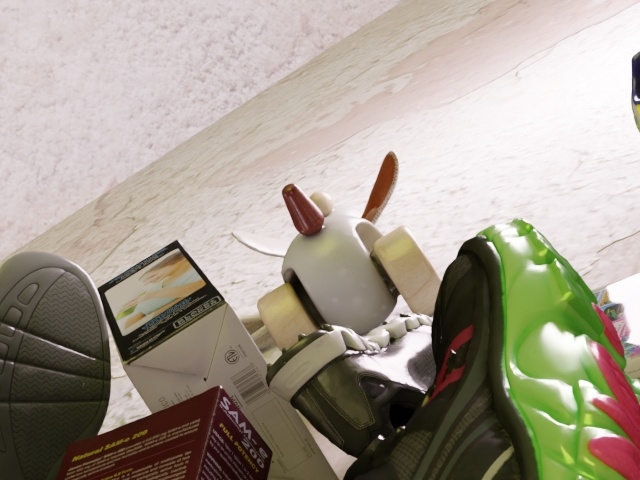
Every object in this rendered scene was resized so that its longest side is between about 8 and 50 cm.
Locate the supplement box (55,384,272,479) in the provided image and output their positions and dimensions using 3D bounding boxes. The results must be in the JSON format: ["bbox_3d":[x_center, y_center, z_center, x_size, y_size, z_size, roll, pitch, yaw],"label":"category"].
[{"bbox_3d":[-0.116,0.209,0.985,0.130,0.073,0.239,-22,30,23],"label":"supplement box"}]

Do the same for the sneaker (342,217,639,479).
[{"bbox_3d":[0.074,0.125,0.802,0.202,0.185,0.483,-31,7,11],"label":"sneaker"}]

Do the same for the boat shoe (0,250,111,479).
[{"bbox_3d":[-0.229,0.164,1.140,0.118,0.320,0.103,15,-22,-32],"label":"boat shoe"}]

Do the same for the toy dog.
[{"bbox_3d":[0.000,0.000,1.481,0.220,0.161,0.333,-32,13,-17],"label":"toy dog"}]

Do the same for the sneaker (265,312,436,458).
[{"bbox_3d":[0.052,0.113,1.136,0.078,0.106,0.234,-46,-19,19],"label":"sneaker"}]

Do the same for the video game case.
[{"bbox_3d":[0.185,0.072,1.135,0.143,0.019,0.157,-21,14,27],"label":"video game case"}]

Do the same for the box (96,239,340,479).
[{"bbox_3d":[-0.087,0.109,1.236,0.087,0.169,0.290,-32,14,-5],"label":"box"}]

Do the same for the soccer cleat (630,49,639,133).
[{"bbox_3d":[0.320,-0.107,1.314,0.093,0.121,0.289,-28,13,-1],"label":"soccer cleat"}]
